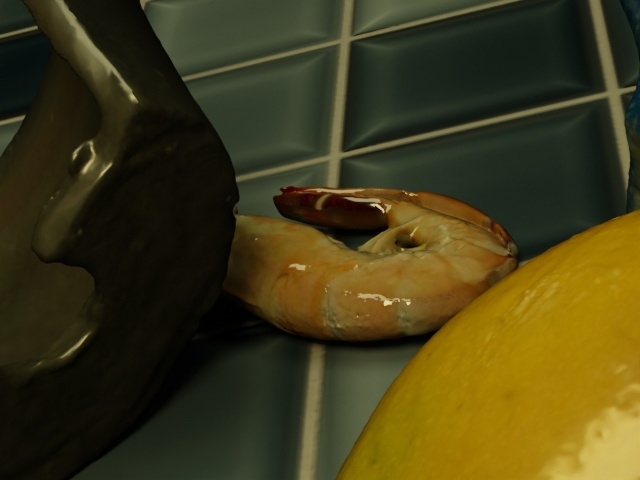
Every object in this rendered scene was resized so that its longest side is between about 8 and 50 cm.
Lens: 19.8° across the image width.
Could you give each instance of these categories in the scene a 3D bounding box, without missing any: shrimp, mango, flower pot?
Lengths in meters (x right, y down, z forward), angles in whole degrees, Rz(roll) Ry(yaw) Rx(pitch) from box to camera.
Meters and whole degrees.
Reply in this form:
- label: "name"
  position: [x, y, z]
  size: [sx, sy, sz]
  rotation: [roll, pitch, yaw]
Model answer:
- label: "shrimp"
  position: [-0.001, -0.003, 0.952]
  size: [0.236, 0.053, 0.133]
  rotation: [14, 44, 39]
- label: "mango"
  position: [0.094, 0.093, 0.674]
  size: [0.176, 0.119, 0.317]
  rotation: [19, 55, 43]
- label: "flower pot"
  position: [-0.195, -0.022, 0.873]
  size: [0.379, 0.379, 0.251]
  rotation: [-34, 53, -26]

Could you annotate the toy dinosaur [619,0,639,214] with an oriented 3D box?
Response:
- label: "toy dinosaur"
  position: [0.178, -0.049, 0.792]
  size: [0.075, 0.188, 0.247]
  rotation: [-22, 33, -8]
